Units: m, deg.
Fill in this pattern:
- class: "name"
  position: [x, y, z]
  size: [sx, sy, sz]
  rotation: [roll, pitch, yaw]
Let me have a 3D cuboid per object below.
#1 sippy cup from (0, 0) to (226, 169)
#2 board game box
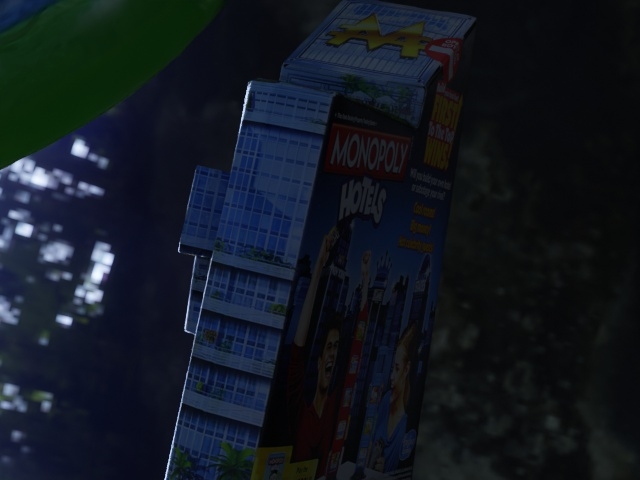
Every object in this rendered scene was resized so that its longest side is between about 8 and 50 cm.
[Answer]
- class: "sippy cup"
  position: [-0.151, -0.154, 0.460]
  size: [0.240, 0.224, 0.305]
  rotation: [1, -140, 21]
- class: "board game box"
  position: [0.000, 0.000, 0.671]
  size: [0.060, 0.194, 0.194]
  rotation: [11, -90, 18]
